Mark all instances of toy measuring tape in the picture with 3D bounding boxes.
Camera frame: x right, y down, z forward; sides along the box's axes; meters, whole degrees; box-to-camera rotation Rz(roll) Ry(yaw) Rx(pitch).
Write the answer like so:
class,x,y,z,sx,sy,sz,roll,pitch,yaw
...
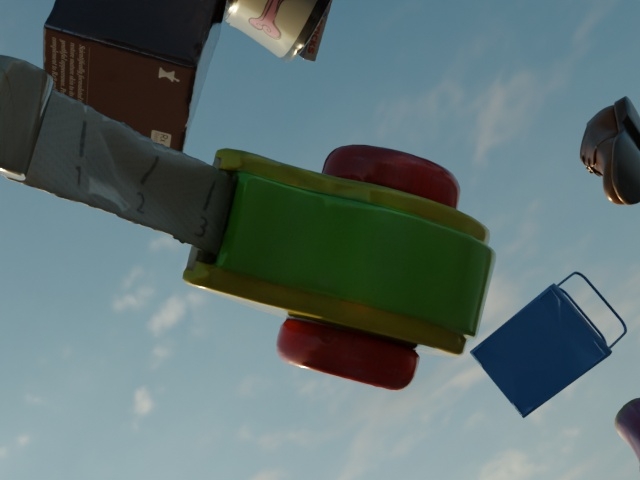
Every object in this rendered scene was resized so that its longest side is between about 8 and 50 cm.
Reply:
class,x,y,z,sx,sy,sz,roll,pitch,yaw
toy measuring tape,0.000,0.000,0.460,0.121,0.121,0.330,-42,-26,10

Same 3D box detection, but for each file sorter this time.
class,x,y,z,sx,sy,sz,roll,pitch,yaw
file sorter,0.320,0.139,1.493,0.104,0.118,0.170,-26,-16,-52

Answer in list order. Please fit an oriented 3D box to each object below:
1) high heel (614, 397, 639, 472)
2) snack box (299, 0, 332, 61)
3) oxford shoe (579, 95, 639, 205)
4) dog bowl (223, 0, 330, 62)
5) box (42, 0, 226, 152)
class,x,y,z,sx,sy,sz,roll,pitch,yaw
high heel,0.318,0.198,0.757,0.244,0.117,0.082,39,-82,-18
snack box,-0.002,-0.345,1.507,0.022,0.064,0.178,9,-72,-23
oxford shoe,0.351,-0.096,1.299,0.076,0.212,0.076,-25,-69,27
dog bowl,-0.042,-0.448,1.384,0.150,0.408,0.408,18,-54,-13
box,-0.207,-0.237,1.232,0.167,0.203,0.168,15,-35,-5
